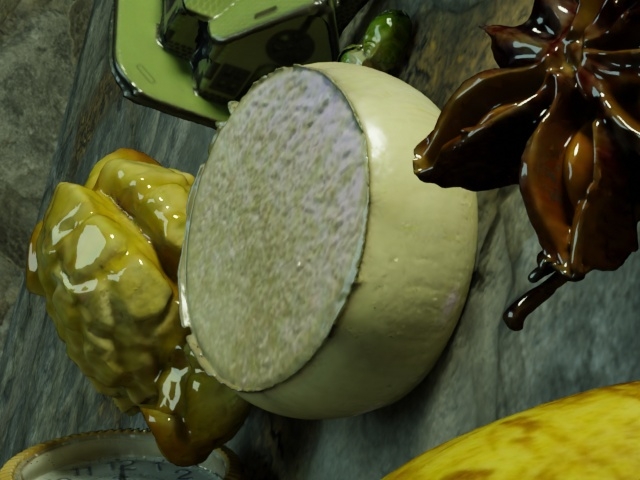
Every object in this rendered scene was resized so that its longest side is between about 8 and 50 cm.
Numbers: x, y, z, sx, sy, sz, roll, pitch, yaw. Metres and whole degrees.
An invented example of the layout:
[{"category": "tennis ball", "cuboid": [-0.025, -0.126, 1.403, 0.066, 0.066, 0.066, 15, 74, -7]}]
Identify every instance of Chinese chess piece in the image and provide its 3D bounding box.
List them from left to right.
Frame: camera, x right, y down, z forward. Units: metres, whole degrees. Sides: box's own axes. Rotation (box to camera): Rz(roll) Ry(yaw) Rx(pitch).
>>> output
[{"category": "Chinese chess piece", "cuboid": [0.000, 0.000, 1.103, 0.270, 0.112, 0.270, -21, 64, 52]}]

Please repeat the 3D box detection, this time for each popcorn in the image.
[{"category": "popcorn", "cuboid": [-0.138, 0.051, 1.324, 0.265, 0.225, 0.332, 63, -179, -40]}]

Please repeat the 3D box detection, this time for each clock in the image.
[{"category": "clock", "cuboid": [-0.170, 0.279, 1.265, 0.317, 0.244, 0.200, -127, 39, -70]}]

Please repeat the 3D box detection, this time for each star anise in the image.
[{"category": "star anise", "cuboid": [0.157, -0.084, 0.785, 0.220, 0.126, 0.190, -36, 67, 28]}]

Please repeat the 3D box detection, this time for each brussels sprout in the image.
[{"category": "brussels sprout", "cuboid": [0.047, -0.163, 1.274, 0.083, 0.046, 0.051, -51, 37, 47]}]

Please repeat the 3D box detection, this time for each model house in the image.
[{"category": "model house", "cuboid": [-0.046, -0.257, 1.362, 0.278, 0.218, 0.205, -51, 33, 42]}]

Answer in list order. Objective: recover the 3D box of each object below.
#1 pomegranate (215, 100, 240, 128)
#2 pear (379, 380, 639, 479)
[{"category": "pomegranate", "cuboid": [-0.036, -0.070, 1.301, 0.159, 0.129, 0.129, -4, 72, 59]}, {"category": "pear", "cuboid": [0.115, 0.182, 0.510, 0.281, 0.281, 0.280, -165, 90, -71]}]
